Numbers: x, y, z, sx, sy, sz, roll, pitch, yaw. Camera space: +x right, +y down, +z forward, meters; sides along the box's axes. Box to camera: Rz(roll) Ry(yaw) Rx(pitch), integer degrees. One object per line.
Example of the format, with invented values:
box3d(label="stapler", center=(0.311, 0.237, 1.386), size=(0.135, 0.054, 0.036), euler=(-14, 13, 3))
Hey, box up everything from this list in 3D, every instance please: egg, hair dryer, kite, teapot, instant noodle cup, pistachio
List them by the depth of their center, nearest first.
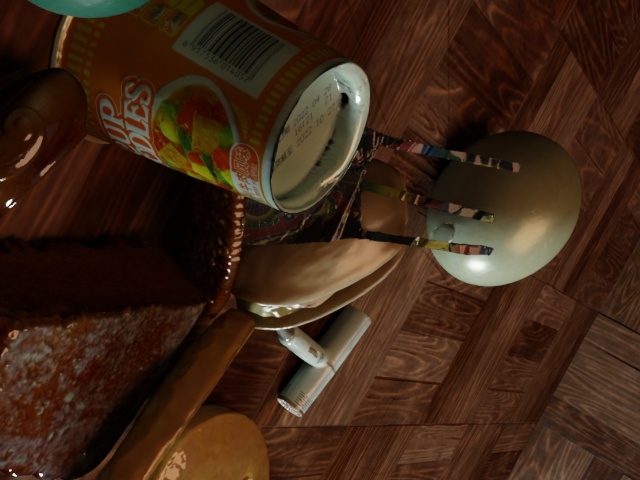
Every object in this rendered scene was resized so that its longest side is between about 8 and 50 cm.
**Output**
box3d(label="teapot", center=(-0.210, -0.066, 0.680), size=(0.129, 0.078, 0.098), euler=(-44, -166, -2))
box3d(label="instant noodle cup", center=(-0.069, -0.109, 0.755), size=(0.168, 0.185, 0.168), euler=(-43, 150, -32))
box3d(label="kite", center=(0.046, -0.052, 0.974), size=(0.015, 0.285, 0.152), euler=(-138, -122, -75))
box3d(label="pistachio", center=(0.000, 0.000, 1.051), size=(0.215, 0.144, 0.144), euler=(-34, 148, -12))
box3d(label="hair dryer", center=(-0.009, 0.115, 1.275), size=(0.155, 0.044, 0.183), euler=(-53, 151, -20))
box3d(label="egg", center=(0.246, -0.046, 1.403), size=(0.253, 0.186, 0.186), euler=(-39, 148, -32))

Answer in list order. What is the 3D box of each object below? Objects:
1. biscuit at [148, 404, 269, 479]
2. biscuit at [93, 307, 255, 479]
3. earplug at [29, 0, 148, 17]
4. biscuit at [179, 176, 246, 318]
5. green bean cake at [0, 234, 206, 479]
box3d(label="biscuit", center=(-0.143, 0.359, 1.163), size=(0.275, 0.052, 0.355), euler=(11, 93, -56))
box3d(label="biscuit", center=(-0.132, 0.149, 0.942), size=(0.204, 0.040, 0.309), euler=(-54, 180, 16))
box3d(label="earplug", center=(-0.120, -0.265, 0.586), size=(0.280, 0.163, 0.257), euler=(110, -12, -45))
box3d(label="biscuit", center=(-0.093, -0.013, 0.902), size=(0.025, 0.126, 0.206), euler=(1, 124, -20))
box3d(label="green bean cake", center=(-0.208, 0.078, 0.798), size=(0.199, 0.097, 0.232), euler=(-59, 155, 1))
